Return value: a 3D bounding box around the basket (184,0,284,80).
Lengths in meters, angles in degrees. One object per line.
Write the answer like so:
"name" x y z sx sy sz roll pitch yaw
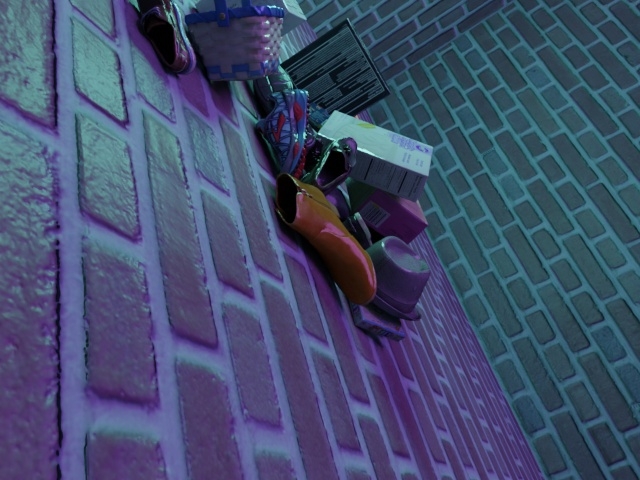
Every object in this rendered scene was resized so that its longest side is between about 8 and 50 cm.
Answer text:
"basket" -0.186 -0.499 1.192 0.255 0.201 0.289 -65 155 -72

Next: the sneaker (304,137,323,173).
"sneaker" -0.020 -0.232 1.450 0.051 0.089 0.170 2 32 -41

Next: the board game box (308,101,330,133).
"board game box" 0.039 -0.356 1.871 0.194 0.060 0.194 52 -3 -41

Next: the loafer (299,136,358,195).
"loafer" 0.036 -0.184 1.373 0.096 0.084 0.267 45 51 -10

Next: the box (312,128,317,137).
"box" -0.001 -0.279 1.733 0.186 0.038 0.145 35 30 -59

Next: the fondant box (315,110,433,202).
"fondant box" 0.156 -0.254 1.606 0.330 0.096 0.238 22 33 2

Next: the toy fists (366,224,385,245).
"toy fists" 0.205 0.000 1.776 0.142 0.096 0.279 52 17 -29

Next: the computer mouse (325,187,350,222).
"computer mouse" 0.042 -0.098 1.488 0.189 0.072 0.272 66 17 17

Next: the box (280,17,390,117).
"box" 0.053 -0.587 1.970 0.294 0.296 0.183 57 16 -16

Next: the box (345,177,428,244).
"box" 0.199 -0.128 1.707 0.213 0.117 0.243 33 27 -24

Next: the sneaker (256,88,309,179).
"sneaker" -0.094 -0.246 1.311 0.104 0.125 0.262 98 -4 -64

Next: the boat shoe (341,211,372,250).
"boat shoe" 0.098 0.008 1.483 0.084 0.079 0.233 57 -3 31

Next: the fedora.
"fedora" 0.186 0.076 1.348 0.275 0.124 0.244 16 30 -52

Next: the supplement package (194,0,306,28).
"supplement package" -0.178 -0.610 1.464 0.145 0.204 0.262 59 16 -11

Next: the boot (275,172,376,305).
"boot" 0.000 -0.001 1.177 0.211 0.104 0.295 24 37 -55

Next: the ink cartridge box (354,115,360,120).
"ink cartridge box" 0.120 -0.481 2.252 0.238 0.060 0.275 5 52 -38

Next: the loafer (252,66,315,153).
"loafer" -0.113 -0.343 1.444 0.109 0.095 0.303 -16 70 -28

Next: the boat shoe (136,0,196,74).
"boat shoe" -0.290 -0.395 0.998 0.183 0.066 0.066 60 17 0

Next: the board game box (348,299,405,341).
"board game box" 0.132 0.173 1.295 0.154 0.026 0.103 27 36 -36
